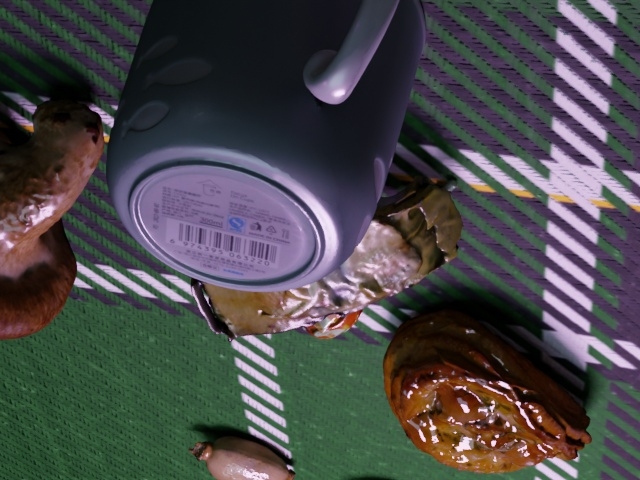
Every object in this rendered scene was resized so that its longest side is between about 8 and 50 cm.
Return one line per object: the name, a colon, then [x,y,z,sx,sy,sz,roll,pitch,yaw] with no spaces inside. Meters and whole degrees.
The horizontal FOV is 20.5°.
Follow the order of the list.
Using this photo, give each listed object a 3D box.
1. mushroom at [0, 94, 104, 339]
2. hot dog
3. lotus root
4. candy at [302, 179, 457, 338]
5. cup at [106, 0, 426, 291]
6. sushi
mushroom: [-0.370,-0.030,1.891,0.267,0.267,0.254,21,144,-7]
hot dog: [0.199,0.195,2.083,0.196,0.122,0.272,-19,130,39]
lotus root: [-0.105,0.303,2.394,0.150,0.062,0.073,20,144,-9]
candy: [0.060,0.013,1.948,0.084,0.078,0.288,42,131,-2]
cup: [-0.029,-0.135,1.589,0.259,0.274,0.356,28,144,-18]
sushi: [0.001,0.004,1.837,0.291,0.131,0.139,-16,126,15]
